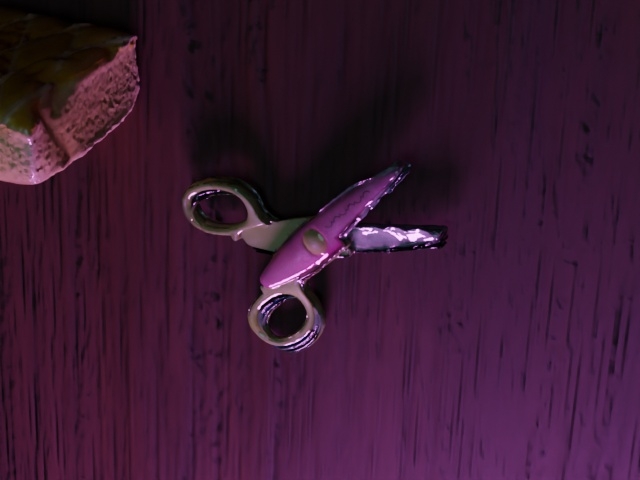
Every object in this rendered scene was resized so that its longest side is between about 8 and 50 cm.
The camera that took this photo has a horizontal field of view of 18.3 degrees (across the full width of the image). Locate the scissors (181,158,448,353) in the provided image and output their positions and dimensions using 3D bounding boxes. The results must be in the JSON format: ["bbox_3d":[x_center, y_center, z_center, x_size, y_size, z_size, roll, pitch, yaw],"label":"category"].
[{"bbox_3d":[0.000,0.000,1.270,0.187,0.020,0.133,-21,106,41],"label":"scissors"}]

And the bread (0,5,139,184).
[{"bbox_3d":[-0.223,-0.101,1.295,0.188,0.125,0.068,12,128,29],"label":"bread"}]
